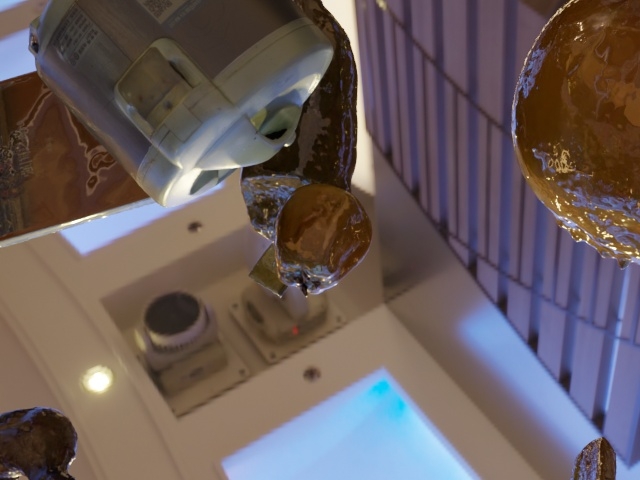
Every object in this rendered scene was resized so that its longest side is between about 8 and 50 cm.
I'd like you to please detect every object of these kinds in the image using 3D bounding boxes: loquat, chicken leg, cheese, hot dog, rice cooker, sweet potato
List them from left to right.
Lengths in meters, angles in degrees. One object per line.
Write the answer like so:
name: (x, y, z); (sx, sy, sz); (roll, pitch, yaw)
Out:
chicken leg: (-0.370, 0.258, 1.280); (0.322, 0.083, 0.177); (-13, -155, 28)
rice cooker: (-0.147, -0.198, 1.246); (0.288, 0.288, 0.277); (-40, -95, -26)
cheese: (-0.061, 0.033, 1.658); (0.060, 0.084, 0.041); (33, -153, 3)
sweet potato: (-0.019, -0.174, 1.527); (0.158, 0.158, 0.369); (6, -98, 13)
loquat: (0.000, 0.000, 1.327); (0.113, 0.137, 0.137); (23, -127, 10)
hot dog: (0.340, 0.304, 1.377); (0.066, 0.216, 0.047); (-37, -91, 15)
loquat: (0.356, -0.131, 1.126); (0.328, 0.328, 0.328); (-4, -133, 4)

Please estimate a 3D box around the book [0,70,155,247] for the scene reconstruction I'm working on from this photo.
book: (-0.377, -0.139, 1.607); (0.374, 0.028, 0.262); (-16, -112, 3)
